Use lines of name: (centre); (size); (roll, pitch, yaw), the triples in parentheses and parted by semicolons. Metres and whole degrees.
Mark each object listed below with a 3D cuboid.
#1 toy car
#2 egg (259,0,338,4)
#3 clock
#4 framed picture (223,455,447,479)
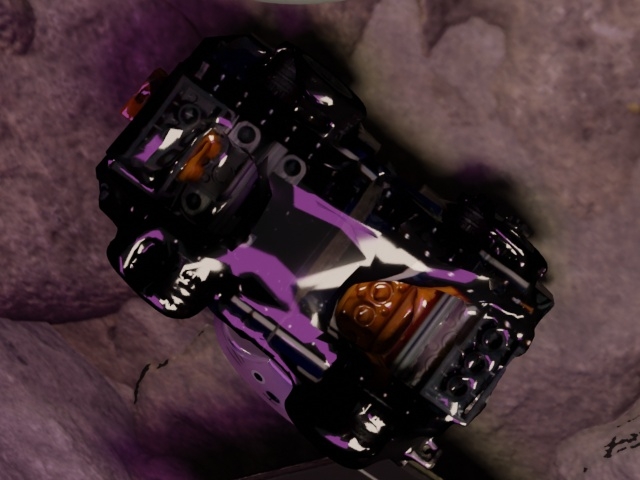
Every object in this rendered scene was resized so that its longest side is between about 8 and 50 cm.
toy car: (-0.001, -0.001, 1.049); (0.301, 0.118, 0.193); (40, 102, 0)
egg: (-0.030, -0.216, 0.847); (0.264, 0.183, 0.183); (13, 133, 34)
clock: (-0.011, 0.080, 1.147); (0.153, 0.110, 0.050); (43, 136, -5)
framed picture: (0.023, 0.248, 1.275); (0.265, 0.016, 0.347); (35, 143, -27)
